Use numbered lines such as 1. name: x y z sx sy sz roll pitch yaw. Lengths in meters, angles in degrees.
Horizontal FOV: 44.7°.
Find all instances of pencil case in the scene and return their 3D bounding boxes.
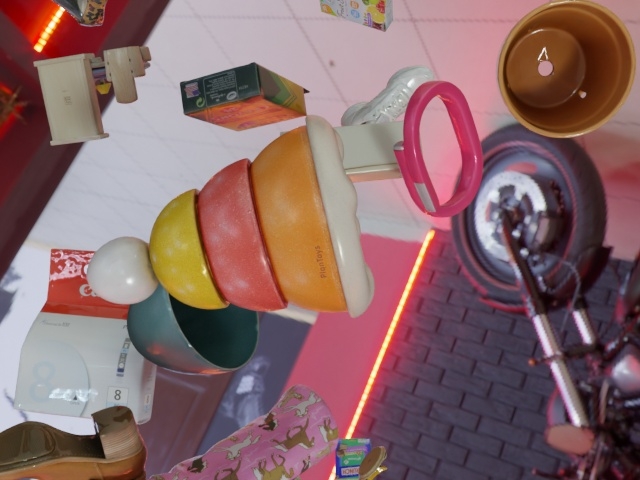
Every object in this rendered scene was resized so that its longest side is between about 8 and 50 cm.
1. pencil case: -0.147 0.433 1.504 0.160 0.386 0.167 53 145 13

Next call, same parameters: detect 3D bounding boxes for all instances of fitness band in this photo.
1. fitness band: 0.243 -0.179 1.575 0.054 0.209 0.291 11 136 43

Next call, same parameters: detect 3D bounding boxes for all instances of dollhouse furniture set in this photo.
1. dollhouse furniture set: -0.508 -0.368 1.942 0.286 0.198 0.303 -4 -166 16

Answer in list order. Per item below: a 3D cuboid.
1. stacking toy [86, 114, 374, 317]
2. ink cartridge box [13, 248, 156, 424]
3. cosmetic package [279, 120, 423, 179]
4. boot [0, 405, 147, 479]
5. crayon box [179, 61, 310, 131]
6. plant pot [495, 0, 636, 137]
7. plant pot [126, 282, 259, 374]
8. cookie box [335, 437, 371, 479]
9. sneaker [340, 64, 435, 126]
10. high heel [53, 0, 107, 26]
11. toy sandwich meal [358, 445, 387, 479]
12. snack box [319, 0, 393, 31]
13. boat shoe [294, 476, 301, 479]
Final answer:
1. stacking toy: -0.168 0.000 1.327 0.479 0.351 0.351 -12 155 1
2. ink cartridge box: -0.530 0.214 1.807 0.308 0.385 0.091 4 175 12
3. cosmetic package: 0.063 -0.192 1.762 0.309 0.113 0.160 -7 176 -5
4. boot: -0.442 0.409 1.350 0.109 0.283 0.220 47 145 48
5. crayon box: -0.165 -0.332 1.864 0.202 0.081 0.318 -10 176 22
6. plant pot: 0.528 -0.386 1.746 0.290 0.291 0.203 26 -166 -3
7. plant pot: -0.295 0.164 1.660 0.195 0.290 0.290 -24 135 26
8. cookie box: 0.083 0.552 1.947 0.091 0.107 0.040 -3 154 8
9. sneaker: 0.195 -0.359 2.160 0.305 0.152 0.114 -35 124 23
10. high heel: -0.517 -0.615 1.920 0.261 0.093 0.186 -16 165 16
11. toy sandwich meal: 0.105 0.444 1.529 0.029 0.086 0.085 40 158 -9
12. snack box: 0.065 -0.457 1.468 0.141 0.037 0.100 23 156 17
13. boat shoe: -0.061 0.597 1.671 0.116 0.097 0.324 -5 -139 -41
